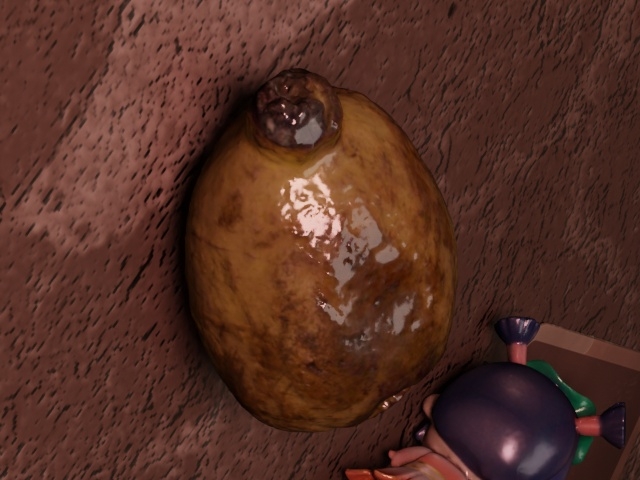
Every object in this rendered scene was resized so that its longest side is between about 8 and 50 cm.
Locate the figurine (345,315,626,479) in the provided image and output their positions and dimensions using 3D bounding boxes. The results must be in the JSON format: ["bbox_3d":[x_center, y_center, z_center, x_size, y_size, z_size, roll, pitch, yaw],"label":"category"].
[{"bbox_3d":[0.094,0.141,1.167,0.195,0.111,0.102,-38,161,-36],"label":"figurine"}]

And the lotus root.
[{"bbox_3d":[0.000,0.000,0.915,0.138,0.138,0.214,-42,141,-31],"label":"lotus root"}]

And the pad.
[{"bbox_3d":[0.169,0.151,1.382,0.266,0.002,0.176,17,98,-58],"label":"pad"}]
